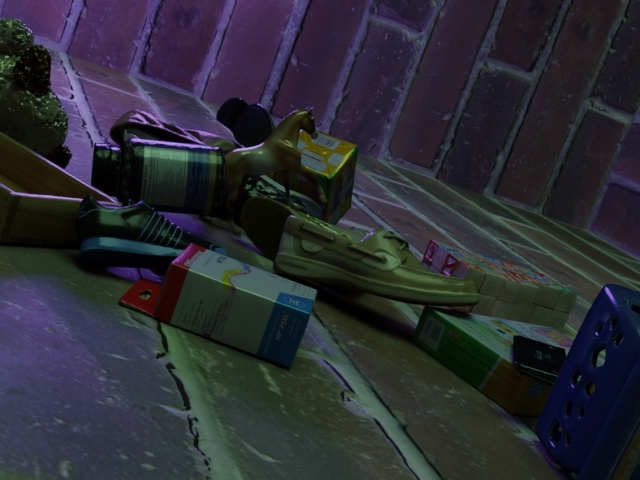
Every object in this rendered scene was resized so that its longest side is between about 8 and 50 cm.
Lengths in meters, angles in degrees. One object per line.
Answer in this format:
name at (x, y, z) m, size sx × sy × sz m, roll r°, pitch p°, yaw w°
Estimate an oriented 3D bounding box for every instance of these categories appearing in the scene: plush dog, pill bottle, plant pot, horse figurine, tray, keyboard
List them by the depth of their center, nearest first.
plant pot at (0.421, 0.222, 1.266) m, size 0.236 × 0.236 × 0.212 m, roll 21°, pitch 17°, yaw -4°
keyboard at (0.325, 0.177, 1.490) m, size 0.108 × 0.023 × 0.180 m, roll 16°, pitch 11°, yaw 8°
tray at (-0.496, -0.103, 1.522) m, size 0.411 × 0.076 × 0.203 m, roll 29°, pitch 13°, yaw 32°
plush dog at (-0.518, -0.221, 1.771) m, size 0.225 × 0.262 × 0.210 m, roll 17°, pitch 40°, yaw 37°
pill bottle at (-0.277, -0.110, 1.779) m, size 0.219 × 0.123 × 0.123 m, roll 5°, pitch 15°, yaw -13°
horse figurine at (-0.109, -0.120, 1.903) m, size 0.263 × 0.174 × 0.066 m, roll -19°, pitch 14°, yaw -3°

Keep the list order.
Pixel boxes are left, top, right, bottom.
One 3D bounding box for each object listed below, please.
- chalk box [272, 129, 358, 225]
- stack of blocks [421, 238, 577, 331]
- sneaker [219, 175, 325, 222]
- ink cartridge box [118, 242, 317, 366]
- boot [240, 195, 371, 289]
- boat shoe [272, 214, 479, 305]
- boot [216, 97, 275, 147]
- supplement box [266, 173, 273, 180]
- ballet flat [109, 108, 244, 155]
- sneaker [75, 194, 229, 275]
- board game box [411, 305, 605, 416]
chalk box at (-0.016, -0.101, 2.155) m, size 0.132 × 0.213 × 0.132 m, roll 23°, pitch 44°, yaw 18°
stack of blocks at (0.361, 0.099, 2.090) m, size 0.297 × 0.087 × 0.171 m, roll 16°, pitch 12°, yaw -25°
sneaker at (-0.113, -0.066, 1.986) m, size 0.283 × 0.107 × 0.124 m, roll 17°, pitch 18°, yaw -18°
ink cartridge box at (-0.127, 0.072, 1.345) m, size 0.231 × 0.078 × 0.134 m, roll 20°, pitch 11°, yaw -1°
boot at (0.000, 0.000, 1.879) m, size 0.262 × 0.095 × 0.203 m, roll 27°, pitch 13°, yaw 19°
boat shoe at (0.092, 0.033, 1.679) m, size 0.341 × 0.110 × 0.121 m, roll 12°, pitch -4°, yaw 13°
boot at (-0.099, -0.207, 2.293) m, size 0.229 × 0.091 × 0.263 m, roll 40°, pitch 2°, yaw -33°
supplement box at (-0.152, -0.141, 2.325) m, size 0.080 × 0.078 × 0.233 m, roll 15°, pitch 13°, yaw -45°
ballet flat at (-0.312, -0.191, 2.234) m, size 0.342 × 0.116 × 0.124 m, roll 25°, pitch 32°, yaw 22°
sneaker at (-0.227, -0.006, 1.447) m, size 0.232 × 0.090 × 0.081 m, roll 12°, pitch -29°, yaw -38°
board game box at (0.335, 0.197, 1.634) m, size 0.316 × 0.064 × 0.242 m, roll 12°, pitch 14°, yaw -38°
